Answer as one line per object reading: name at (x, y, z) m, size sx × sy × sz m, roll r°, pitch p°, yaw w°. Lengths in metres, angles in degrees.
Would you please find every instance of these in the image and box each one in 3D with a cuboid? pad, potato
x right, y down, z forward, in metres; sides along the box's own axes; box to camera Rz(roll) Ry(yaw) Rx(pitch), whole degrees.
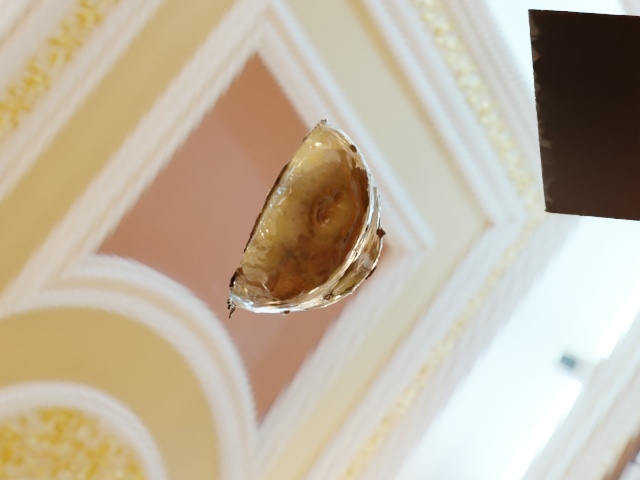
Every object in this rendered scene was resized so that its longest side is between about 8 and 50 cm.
pad at (0.261, -0.099, 1.612) m, size 0.245 × 0.170 × 0.006 m, roll 77°, pitch -156°, yaw -47°
potato at (0.000, 0.000, 1.419) m, size 0.164 × 0.081 × 0.200 m, roll -63°, pitch -9°, yaw 5°
